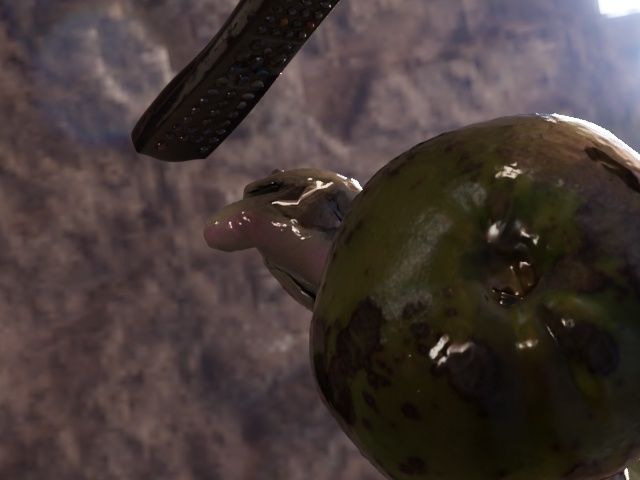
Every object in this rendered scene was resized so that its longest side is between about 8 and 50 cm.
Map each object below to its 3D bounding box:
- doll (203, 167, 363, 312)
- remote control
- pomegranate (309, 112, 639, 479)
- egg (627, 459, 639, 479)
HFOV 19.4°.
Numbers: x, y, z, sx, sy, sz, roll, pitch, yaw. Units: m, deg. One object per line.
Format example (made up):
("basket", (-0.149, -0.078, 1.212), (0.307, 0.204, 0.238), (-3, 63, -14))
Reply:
("doll", (0.000, 0.000, 1.253), (0.095, 0.149, 0.192), (-55, -10, 4))
("remote control", (-0.037, -0.113, 1.053), (0.059, 0.212, 0.028), (1, -124, -41))
("pomegranate", (0.073, 0.040, 0.619), (0.163, 0.138, 0.125), (60, 178, -24))
("egg", (0.164, 0.317, 1.429), (0.287, 0.287, 0.379), (-13, -54, -59))
